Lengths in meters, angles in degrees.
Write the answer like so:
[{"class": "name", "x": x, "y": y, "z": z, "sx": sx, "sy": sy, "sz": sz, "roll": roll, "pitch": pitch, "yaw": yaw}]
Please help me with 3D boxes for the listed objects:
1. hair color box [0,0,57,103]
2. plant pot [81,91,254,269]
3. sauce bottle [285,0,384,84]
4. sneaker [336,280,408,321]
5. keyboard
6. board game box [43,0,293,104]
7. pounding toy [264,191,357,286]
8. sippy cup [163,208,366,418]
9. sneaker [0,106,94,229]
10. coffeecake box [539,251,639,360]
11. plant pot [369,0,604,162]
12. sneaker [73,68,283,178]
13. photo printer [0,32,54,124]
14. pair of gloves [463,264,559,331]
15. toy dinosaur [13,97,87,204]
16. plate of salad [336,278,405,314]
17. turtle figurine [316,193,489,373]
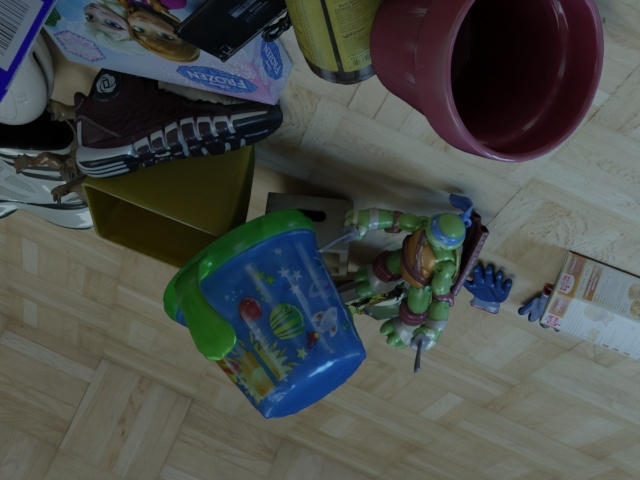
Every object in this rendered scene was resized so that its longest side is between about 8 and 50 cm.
[{"class": "hair color box", "x": -0.450, "y": -0.207, "z": 1.894, "sx": 0.110, "sy": 0.185, "sz": 0.339, "roll": 32, "pitch": 152, "yaw": -19}, {"class": "plant pot", "x": -0.193, "y": -0.083, "z": 2.179, "sx": 0.212, "sy": 0.187, "sz": 0.212, "roll": 22, "pitch": 161, "yaw": 6}, {"class": "sauce bottle", "x": 0.008, "y": -0.286, "z": 1.539, "sx": 0.111, "sy": 0.111, "sz": 0.344, "roll": 18, "pitch": 159, "yaw": 15}, {"class": "sneaker", "x": 0.076, "y": 0.102, "z": 2.536, "sx": 0.192, "sy": 0.064, "sz": 0.086, "roll": 2, "pitch": 146, "yaw": 40}, {"class": "keyboard", "x": -0.071, "y": -0.261, "z": 1.709, "sx": 0.108, "sy": 0.023, "sz": 0.180, "roll": 25, "pitch": 137, "yaw": -35}, {"class": "board game box", "x": -0.226, "y": -0.298, "z": 1.837, "sx": 0.318, "sy": 0.066, "sz": 0.318, "roll": 14, "pitch": 158, "yaw": 24}, {"class": "pounding toy", "x": 0.009, "y": 0.003, "z": 2.321, "sx": 0.181, "sy": 0.094, "sz": 0.206, "roll": 6, "pitch": 162, "yaw": 2}, {"class": "sippy cup", "x": -0.062, "y": 0.113, "z": 2.091, "sx": 0.224, "sy": 0.305, "sz": 0.240, "roll": 56, "pitch": 149, "yaw": 17}, {"class": "sneaker", "x": -0.546, "y": -0.157, "z": 2.488, "sx": 0.447, "sy": 0.169, "sz": 0.257, "roll": 4, "pitch": 145, "yaw": 27}, {"class": "coffeecake box", "x": 0.413, "y": 0.099, "z": 2.145, "sx": 0.185, "sy": 0.068, "sz": 0.142, "roll": 21, "pitch": 161, "yaw": 7}, {"class": "plant pot", "x": 0.151, "y": -0.191, "z": 1.535, "sx": 0.201, "sy": 0.201, "sz": 0.180, "roll": 38, "pitch": 172, "yaw": -35}, {"class": "sneaker", "x": -0.200, "y": -0.192, "z": 2.042, "sx": 0.281, "sy": 0.162, "sz": 0.106, "roll": -12, "pitch": 166, "yaw": -4}, {"class": "photo printer", "x": -0.523, "y": -0.280, "z": 2.160, "sx": 0.307, "sy": 0.107, "sz": 0.256, "roll": 22, "pitch": 161, "yaw": 4}, {"class": "pair of gloves", "x": 0.298, "y": 0.086, "z": 2.313, "sx": 0.198, "sy": 0.023, "sz": 0.159, "roll": 19, "pitch": 158, "yaw": 9}, {"class": "toy dinosaur", "x": -0.319, "y": -0.136, "z": 2.273, "sx": 0.127, "sy": 0.200, "sz": 0.296, "roll": 59, "pitch": 138, "yaw": 20}, {"class": "plate of salad", "x": 0.056, "y": 0.092, "z": 2.389, "sx": 0.200, "sy": 0.200, "sz": 0.048, "roll": -15, "pitch": 95, "yaw": 60}, {"class": "turtle figurine", "x": 0.091, "y": 0.061, "z": 2.109, "sx": 0.198, "sy": 0.275, "sz": 0.266, "roll": 29, "pitch": 156, "yaw": 4}]
